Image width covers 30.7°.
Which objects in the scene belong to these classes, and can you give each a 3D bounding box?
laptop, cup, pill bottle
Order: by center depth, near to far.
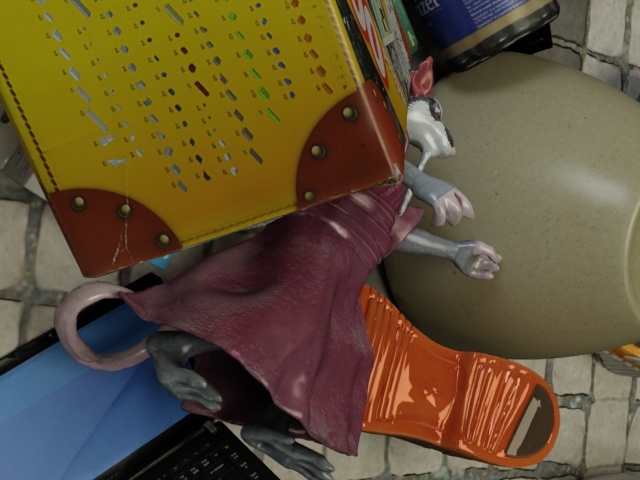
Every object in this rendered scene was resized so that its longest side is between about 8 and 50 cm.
[{"bbox_3d":[-0.142,0.196,0.945,0.234,0.264,0.136,-32,149,-33],"label":"laptop"},{"bbox_3d":[0.128,-0.283,1.120,0.123,0.123,0.219,-34,97,-33],"label":"pill bottle"},{"bbox_3d":[0.261,-0.017,1.174,0.331,0.237,0.331,-11,108,-38],"label":"cup"}]

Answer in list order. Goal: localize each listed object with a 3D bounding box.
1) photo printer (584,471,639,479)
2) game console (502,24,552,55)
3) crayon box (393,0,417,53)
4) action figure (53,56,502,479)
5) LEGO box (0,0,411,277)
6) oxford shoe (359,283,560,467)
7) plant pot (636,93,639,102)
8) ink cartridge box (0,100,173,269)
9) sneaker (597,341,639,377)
[{"bbox_3d":[0.428,0.339,1.314,0.256,0.308,0.107,5,91,-43],"label":"photo printer"},{"bbox_3d":[0.263,-0.327,1.300,0.361,0.044,0.213,-21,108,-36],"label":"game console"},{"bbox_3d":[-0.039,-0.252,1.030,0.165,0.081,0.278,-40,117,-30],"label":"crayon box"},{"bbox_3d":[0.000,0.000,0.982,0.248,0.276,0.370,71,38,-60],"label":"action figure"},{"bbox_3d":[-0.113,-0.281,0.722,0.372,0.193,0.500,-76,146,-70],"label":"LEGO box"},{"bbox_3d":[0.045,0.130,1.111,0.364,0.133,0.130,27,72,-17],"label":"oxford shoe"},{"bbox_3d":[0.459,-0.048,1.355,0.293,0.293,0.196,25,104,-38],"label":"plant pot"},{"bbox_3d":[-0.177,-0.066,0.932,0.181,0.061,0.104,34,86,-36],"label":"ink cartridge box"},{"bbox_3d":[0.367,0.107,1.396,0.215,0.084,0.083,35,63,-37],"label":"sneaker"}]
